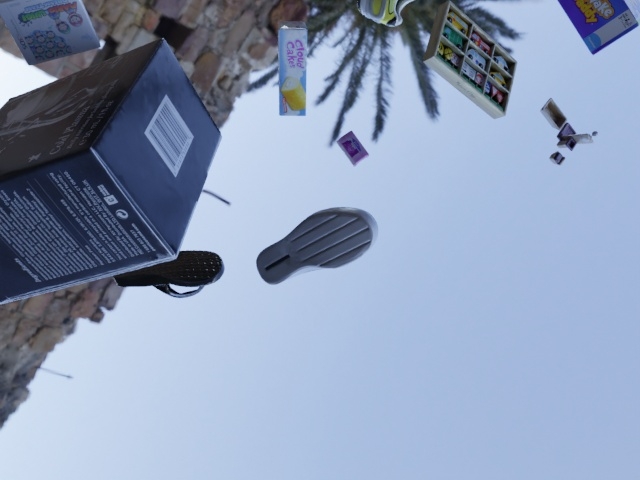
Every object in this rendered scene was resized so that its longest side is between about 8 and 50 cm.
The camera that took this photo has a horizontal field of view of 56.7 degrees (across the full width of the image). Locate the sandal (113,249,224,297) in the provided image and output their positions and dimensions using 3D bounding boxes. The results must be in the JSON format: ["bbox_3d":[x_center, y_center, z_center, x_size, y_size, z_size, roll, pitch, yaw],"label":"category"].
[{"bbox_3d":[-0.471,0.114,1.908,0.446,0.107,0.167,-1,-146,33],"label":"sandal"}]

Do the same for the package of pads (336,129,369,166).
[{"bbox_3d":[0.084,-0.239,1.545,0.050,0.083,0.032,-37,-178,-12],"label":"package of pads"}]

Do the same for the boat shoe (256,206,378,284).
[{"bbox_3d":[0.000,0.000,1.244,0.335,0.119,0.121,-20,-84,43],"label":"boat shoe"}]

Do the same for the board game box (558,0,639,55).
[{"bbox_3d":[0.480,-0.469,1.058,0.078,0.233,0.347,-31,-176,37],"label":"board game box"}]

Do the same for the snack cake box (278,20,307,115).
[{"bbox_3d":[-0.088,-0.539,1.860,0.152,0.089,0.264,-94,-175,-61],"label":"snack cake box"}]

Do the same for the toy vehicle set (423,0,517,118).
[{"bbox_3d":[0.368,-0.432,1.434,0.035,0.267,0.166,-10,-121,54],"label":"toy vehicle set"}]

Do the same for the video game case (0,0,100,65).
[{"bbox_3d":[-0.556,-0.442,1.222,0.157,0.143,0.019,-18,-127,-8],"label":"video game case"}]

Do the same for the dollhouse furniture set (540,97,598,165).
[{"bbox_3d":[0.484,-0.219,1.174,0.091,0.114,0.081,-52,-157,-11],"label":"dollhouse furniture set"}]

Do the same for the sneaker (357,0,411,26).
[{"bbox_3d":[0.276,-0.801,1.736,0.147,0.145,0.384,41,-71,12],"label":"sneaker"}]

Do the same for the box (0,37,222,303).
[{"bbox_3d":[-0.533,-0.159,1.332,0.472,0.297,0.480,-16,-142,18],"label":"box"}]
